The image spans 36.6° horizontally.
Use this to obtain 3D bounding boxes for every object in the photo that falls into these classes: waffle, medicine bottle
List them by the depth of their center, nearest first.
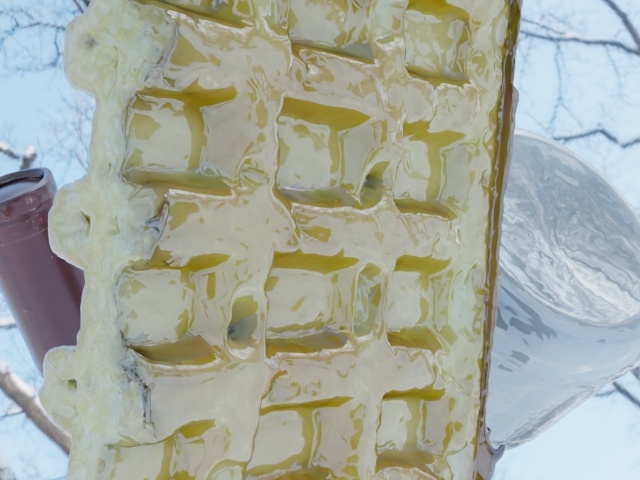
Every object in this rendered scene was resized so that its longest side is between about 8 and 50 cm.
[{"bbox_3d":[0.001,0.000,0.508,0.304,0.077,0.348,3,-88,-48],"label":"waffle"},{"bbox_3d":[0.125,0.074,0.875,0.245,0.245,0.306,5,-38,-29],"label":"medicine bottle"}]

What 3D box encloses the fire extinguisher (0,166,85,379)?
[{"bbox_3d":[-0.265,0.064,0.988,0.104,0.105,0.269,-21,-66,-10],"label":"fire extinguisher"}]
